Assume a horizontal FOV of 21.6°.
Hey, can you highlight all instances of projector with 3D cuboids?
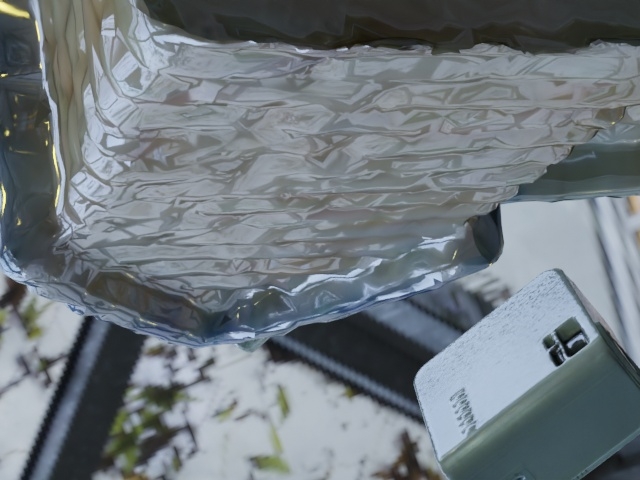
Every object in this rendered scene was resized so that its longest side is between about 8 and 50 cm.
[{"bbox_3d":[0.209,0.151,1.644,0.108,0.198,0.250,48,-172,-15],"label":"projector"}]

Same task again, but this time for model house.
[{"bbox_3d":[0.054,-0.178,0.780,0.445,0.400,0.395,-4,-111,-19],"label":"model house"}]

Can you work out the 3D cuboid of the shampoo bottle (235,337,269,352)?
[{"bbox_3d":[0.000,0.000,1.291,0.065,0.204,0.065,46,-170,-10],"label":"shampoo bottle"}]
